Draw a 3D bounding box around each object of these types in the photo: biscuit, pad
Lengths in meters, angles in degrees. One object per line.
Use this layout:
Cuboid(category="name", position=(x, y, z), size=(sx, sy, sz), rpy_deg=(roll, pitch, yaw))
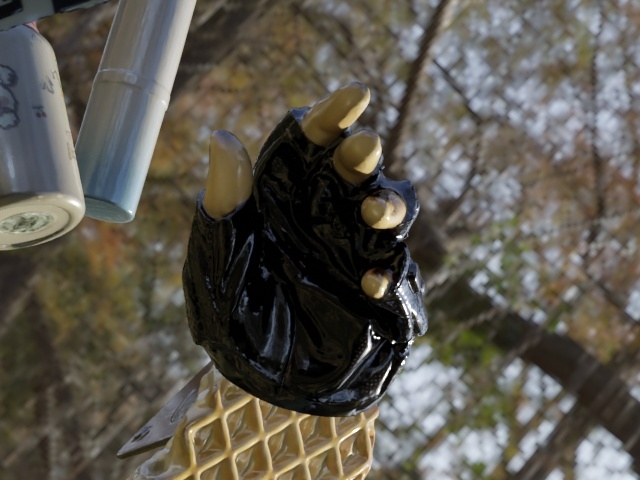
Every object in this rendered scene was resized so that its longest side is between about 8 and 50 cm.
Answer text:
Cuboid(category="biscuit", position=(-0.042, 0.172, 1.274), size=(0.040, 0.309, 0.204), rpy_deg=(6, -36, 48))
Cuboid(category="pad", position=(-0.099, 0.149, 1.906), size=(0.018, 0.284, 0.286), rpy_deg=(50, -32, -7))

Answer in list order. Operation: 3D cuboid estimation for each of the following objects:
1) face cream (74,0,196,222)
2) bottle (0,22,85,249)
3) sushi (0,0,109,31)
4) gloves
Cuboid(category="face cream", position=(-0.188, -0.145, 1.613), size=(0.077, 0.250, 0.077), rpy_deg=(14, -17, 4))
Cuboid(category="bottle", position=(-0.265, -0.117, 1.330), size=(0.110, 0.110, 0.233), rpy_deg=(109, -31, -68))
Cuboid(category="sushi", position=(-0.130, -0.138, 0.603), size=(0.279, 0.192, 0.043), rpy_deg=(-11, -51, 11))
Cuboid(category="gloves", position=(0.000, 0.000, 0.952), size=(0.164, 0.203, 0.124), rpy_deg=(17, 22, -13))
